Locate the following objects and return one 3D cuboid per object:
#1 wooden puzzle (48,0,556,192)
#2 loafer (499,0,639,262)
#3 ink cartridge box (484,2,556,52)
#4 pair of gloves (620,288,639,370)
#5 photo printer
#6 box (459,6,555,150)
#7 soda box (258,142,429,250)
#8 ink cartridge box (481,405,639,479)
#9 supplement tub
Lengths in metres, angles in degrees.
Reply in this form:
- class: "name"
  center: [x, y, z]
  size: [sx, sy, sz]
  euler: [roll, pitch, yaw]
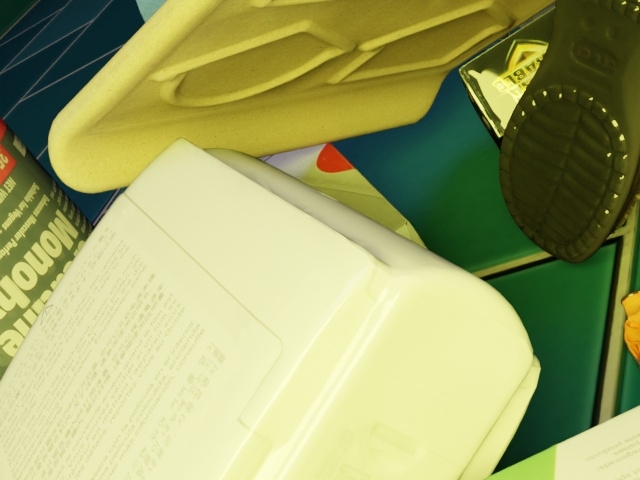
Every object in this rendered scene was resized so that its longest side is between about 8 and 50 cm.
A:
- class: "wooden puzzle"
  center: [0.044, -0.156, 0.586]
  size: [0.322, 0.080, 0.348]
  euler: [-17, -13, -40]
- class: "loafer"
  center: [0.158, -0.081, 0.561]
  size: [0.078, 0.220, 0.080]
  euler: [-24, 51, -34]
- class: "ink cartridge box"
  center: [0.177, -0.283, 0.836]
  size: [0.168, 0.232, 0.171]
  euler: [-45, 25, -18]
- class: "pair of gloves"
  center: [0.188, 0.034, 0.532]
  size: [0.083, 0.010, 0.074]
  euler: [-27, 26, 19]
- class: "photo printer"
  center: [-0.066, 0.086, 0.505]
  size: [0.256, 0.107, 0.307]
  euler: [-58, 27, 0]
- class: "box"
  center: [0.195, -0.136, 0.683]
  size: [0.220, 0.051, 0.175]
  euler: [-32, -5, 9]
- class: "soda box"
  center: [0.000, 0.000, 0.742]
  size: [0.098, 0.091, 0.286]
  euler: [-36, 25, 1]
- class: "ink cartridge box"
  center: [0.123, 0.139, 0.291]
  size: [0.160, 0.092, 0.219]
  euler: [-22, 23, -10]
- class: "supplement tub"
  center: [-0.228, 0.049, 0.737]
  size: [0.191, 0.272, 0.191]
  euler: [-30, 26, 16]
